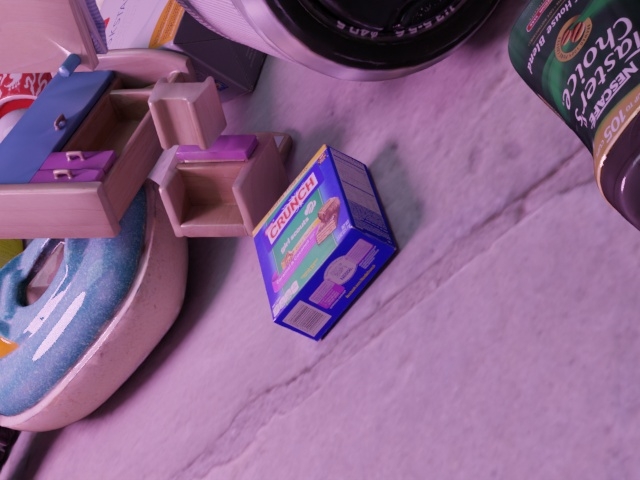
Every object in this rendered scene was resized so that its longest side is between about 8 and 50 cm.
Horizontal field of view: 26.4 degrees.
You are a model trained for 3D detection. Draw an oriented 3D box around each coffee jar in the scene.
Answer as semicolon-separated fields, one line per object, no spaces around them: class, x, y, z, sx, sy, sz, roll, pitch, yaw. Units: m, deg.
coffee jar;0.165;-0.075;0.685;0.096;0.079;0.184;-51;30;20

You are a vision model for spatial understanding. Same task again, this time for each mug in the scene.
mug;-0.350;-0.195;1.629;0.150;0.113;0.169;-28;46;30

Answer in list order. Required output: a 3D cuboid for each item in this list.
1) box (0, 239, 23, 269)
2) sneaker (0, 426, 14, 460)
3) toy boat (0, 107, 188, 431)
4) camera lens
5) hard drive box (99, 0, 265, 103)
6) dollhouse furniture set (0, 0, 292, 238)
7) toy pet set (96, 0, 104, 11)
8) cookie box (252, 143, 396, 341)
box;-0.386;-0.008;1.516;0.042;0.109;0.178;-54;28;18
sneaker;-0.350;0.145;1.346;0.281;0.106;0.162;-55;21;-10
toy boat;-0.230;0.011;1.197;0.267;0.148;0.318;-46;32;28
camera lens;-0.002;-0.236;0.961;0.219;0.219;0.274;-61;27;2
hard drive box;-0.132;-0.210;1.298;0.232;0.089;0.181;-15;52;54
dollhouse furniture set;-0.182;-0.179;1.033;0.286;0.303;0.198;0;39;21
toy pet set;-0.210;-0.235;1.507;0.114;0.065;0.122;32;97;27
cookie box;0.000;0.000;0.935;0.092;0.040;0.107;-51;29;22
